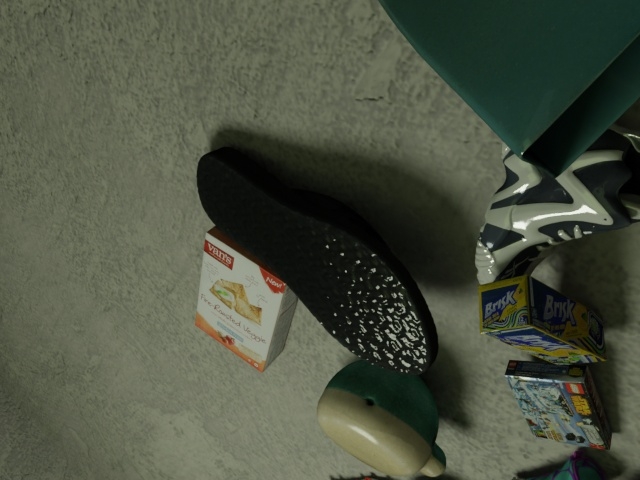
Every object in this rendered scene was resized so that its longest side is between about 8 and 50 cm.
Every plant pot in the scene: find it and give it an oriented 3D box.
[{"bbox_3d":[0.151,-0.196,0.453,0.166,0.165,0.234,-48,68,22],"label":"plant pot"}]

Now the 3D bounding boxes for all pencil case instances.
[{"bbox_3d":[0.315,0.345,0.784,0.152,0.064,0.070,-51,45,44],"label":"pencil case"}]

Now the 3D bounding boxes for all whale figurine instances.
[{"bbox_3d":[0.101,0.276,0.880,0.216,0.141,0.272,20,153,26],"label":"whale figurine"}]

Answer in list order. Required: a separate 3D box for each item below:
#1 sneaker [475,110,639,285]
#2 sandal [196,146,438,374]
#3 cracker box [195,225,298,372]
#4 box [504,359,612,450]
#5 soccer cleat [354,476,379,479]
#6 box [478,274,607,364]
[{"bbox_3d":[0.251,-0.016,0.568,0.153,0.094,0.235,25,121,33],"label":"sneaker"},{"bbox_3d":[-0.001,-0.003,0.783,0.445,0.107,0.168,40,137,27],"label":"sandal"},{"bbox_3d":[-0.122,0.093,0.948,0.155,0.067,0.232,31,132,17],"label":"cracker box"},{"bbox_3d":[0.296,0.204,0.710,0.093,0.027,0.137,-4,130,39],"label":"box"},{"bbox_3d":[0.075,0.489,1.071,0.076,0.068,0.196,45,139,-18],"label":"soccer cleat"},{"bbox_3d":[0.239,0.089,0.610,0.168,0.054,0.059,23,150,-37],"label":"box"}]
